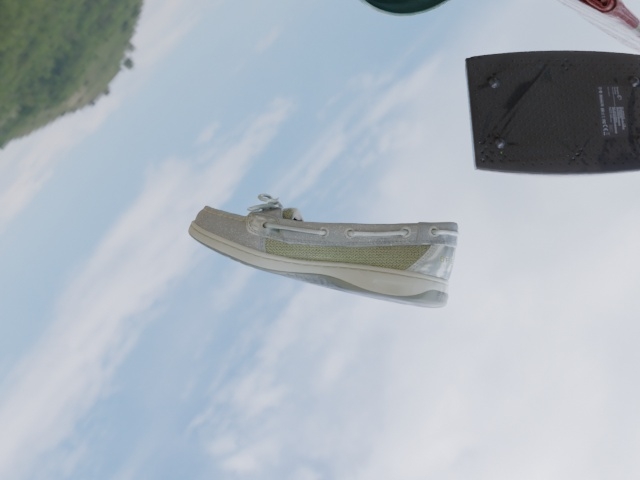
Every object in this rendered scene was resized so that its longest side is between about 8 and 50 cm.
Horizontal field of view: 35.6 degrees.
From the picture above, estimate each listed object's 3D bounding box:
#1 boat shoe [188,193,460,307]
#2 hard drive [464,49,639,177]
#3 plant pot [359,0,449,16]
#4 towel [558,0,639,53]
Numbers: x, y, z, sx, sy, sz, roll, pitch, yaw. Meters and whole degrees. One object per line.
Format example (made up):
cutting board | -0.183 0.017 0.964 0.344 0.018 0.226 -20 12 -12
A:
boat shoe | 0.000 0.000 1.155 0.321 0.118 0.103 12 -94 23
hard drive | 0.314 -0.160 1.297 0.054 0.255 0.171 112 -25 -74
plant pot | 0.086 -0.476 1.359 0.293 0.293 0.196 -49 -134 0
towel | 0.443 -0.322 1.469 0.037 0.329 0.237 -59 -138 15
